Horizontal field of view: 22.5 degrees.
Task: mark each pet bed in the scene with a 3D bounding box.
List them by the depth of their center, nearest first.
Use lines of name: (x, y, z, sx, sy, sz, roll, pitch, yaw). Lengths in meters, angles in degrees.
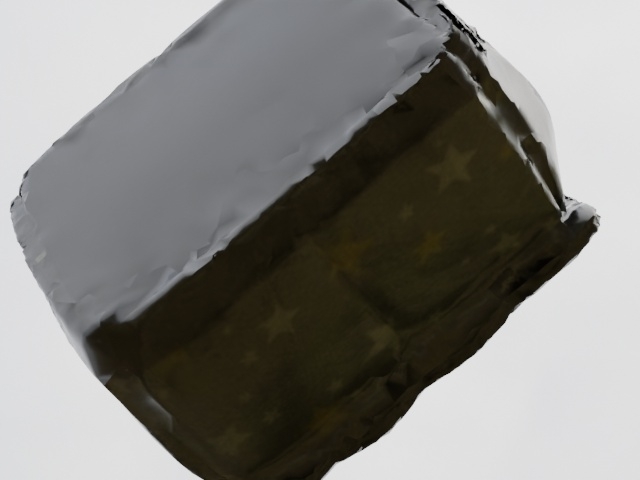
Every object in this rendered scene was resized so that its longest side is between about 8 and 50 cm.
pet bed: (0.000, 0.000, 0.693, 0.211, 0.183, 0.159, -41, -55, -1)
